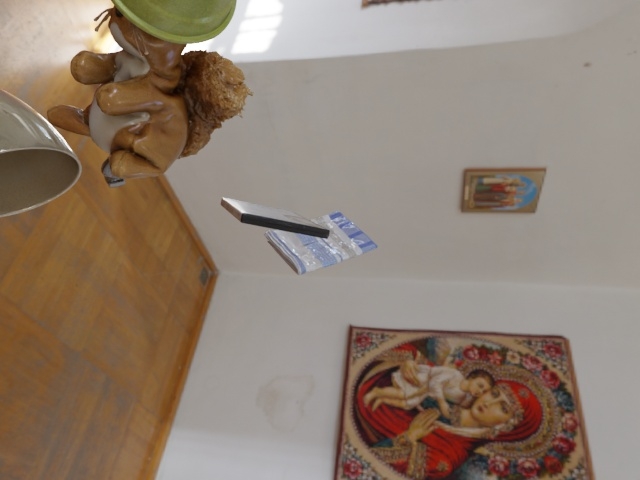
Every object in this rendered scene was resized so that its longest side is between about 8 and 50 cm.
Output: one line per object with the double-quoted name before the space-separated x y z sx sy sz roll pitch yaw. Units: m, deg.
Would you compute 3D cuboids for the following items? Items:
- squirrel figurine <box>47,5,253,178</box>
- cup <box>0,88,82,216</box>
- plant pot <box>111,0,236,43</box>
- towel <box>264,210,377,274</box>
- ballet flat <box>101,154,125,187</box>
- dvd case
"squirrel figurine" -0.360 -0.369 1.148 0.397 0.281 0.371 -9 131 -52
"cup" -0.811 -0.236 1.250 0.237 0.331 0.331 62 9 9
"plant pot" -0.219 -0.525 0.854 0.276 0.253 0.276 5 80 -33
"towel" 0.000 0.000 1.493 0.209 0.284 0.034 45 -39 41
"ballet flat" -0.629 -0.224 1.531 0.250 0.084 0.058 -29 -103 67
"dvd case" -0.105 -0.051 1.063 0.253 0.180 0.022 -151 -108 -67
